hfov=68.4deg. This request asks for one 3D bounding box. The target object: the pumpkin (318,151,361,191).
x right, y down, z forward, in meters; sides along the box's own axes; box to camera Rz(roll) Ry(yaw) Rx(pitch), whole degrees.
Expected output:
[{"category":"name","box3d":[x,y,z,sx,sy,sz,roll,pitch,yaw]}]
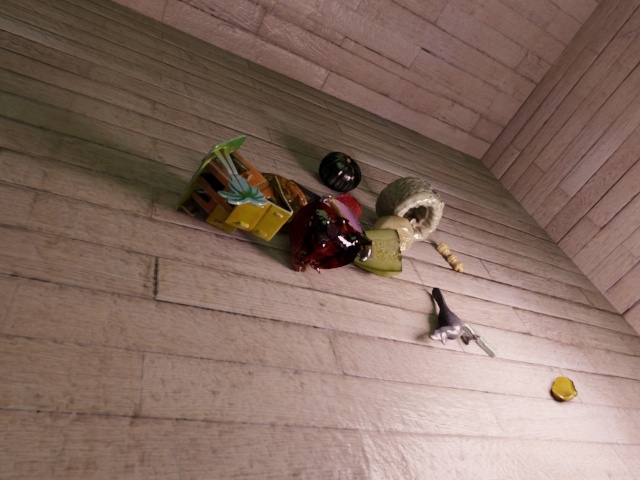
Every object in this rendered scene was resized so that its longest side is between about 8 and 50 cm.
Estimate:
[{"category":"pumpkin","box3d":[0.097,-0.335,2.304,0.220,0.162,0.221,22,37,-18]}]

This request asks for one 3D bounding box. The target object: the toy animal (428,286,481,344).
[{"category":"toy animal","box3d":[0.508,0.320,1.800,0.205,0.081,0.367,34,26,0]}]

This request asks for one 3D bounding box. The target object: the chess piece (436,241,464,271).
[{"category":"chess piece","box3d":[0.636,0.087,2.287,0.060,0.060,0.172,2,44,-41]}]

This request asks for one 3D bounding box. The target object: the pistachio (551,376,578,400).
[{"category":"pistachio","box3d":[0.955,0.591,1.842,0.089,0.049,0.172,21,23,33]}]

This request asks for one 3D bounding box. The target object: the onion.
[{"category":"onion","box3d":[0.017,-0.006,1.701,0.280,0.221,0.281,12,68,-30]}]

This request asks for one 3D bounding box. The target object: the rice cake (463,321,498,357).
[{"category":"rice cake","box3d":[0.626,0.391,1.855,0.033,0.029,0.171,-16,55,-48]}]

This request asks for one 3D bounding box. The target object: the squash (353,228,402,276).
[{"category":"squash","box3d":[0.196,0.039,1.858,0.155,0.204,0.237,39,35,-28]}]

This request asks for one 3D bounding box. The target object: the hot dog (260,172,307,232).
[{"category":"hot dog","box3d":[-0.183,-0.152,1.798,0.272,0.122,0.196,35,68,-1]}]

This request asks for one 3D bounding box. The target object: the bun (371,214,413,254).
[{"category":"bun","box3d":[0.298,-0.029,2.027,0.192,0.179,0.128,6,37,-13]}]

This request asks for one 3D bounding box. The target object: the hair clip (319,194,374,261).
[{"category":"hair clip","box3d":[0.115,-0.063,1.878,0.110,0.096,0.359,-29,52,-9]}]

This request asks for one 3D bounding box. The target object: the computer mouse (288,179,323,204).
[{"category":"computer mouse","box3d":[-0.063,-0.144,1.944,0.269,0.086,0.138,31,35,-8]}]

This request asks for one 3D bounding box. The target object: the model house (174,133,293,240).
[{"category":"model house","box3d":[-0.287,-0.108,1.525,0.323,0.300,0.340,43,31,0]}]

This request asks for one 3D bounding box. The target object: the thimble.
[{"category":"thimble","box3d":[0.415,-0.146,2.183,0.291,0.292,0.195,10,36,-33]}]

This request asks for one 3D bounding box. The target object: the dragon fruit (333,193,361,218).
[{"category":"dragon fruit","box3d":[0.112,-0.110,2.062,0.153,0.153,0.111,46,-8,23]}]
